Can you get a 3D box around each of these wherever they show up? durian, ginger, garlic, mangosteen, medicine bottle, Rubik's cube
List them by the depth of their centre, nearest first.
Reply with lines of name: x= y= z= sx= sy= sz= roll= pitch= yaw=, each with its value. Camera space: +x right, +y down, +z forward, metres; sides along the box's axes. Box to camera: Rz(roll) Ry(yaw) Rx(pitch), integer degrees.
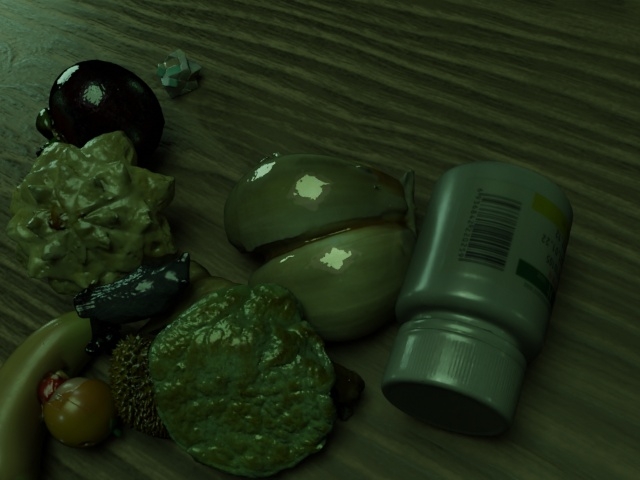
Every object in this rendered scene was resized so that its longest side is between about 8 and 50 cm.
medicine bottle: x=0.216 y=0.080 z=1.153 sx=0.208 sy=0.208 sz=0.339 roll=10 pitch=62 yaw=20
durian: x=-0.229 y=0.212 z=1.221 sx=0.158 sy=0.168 sz=0.137 roll=-1 pitch=19 yaw=-3
garlic: x=0.000 y=0.000 z=1.282 sx=0.313 sy=0.286 sz=0.249 roll=-6 pitch=13 yaw=4
ginger: x=-0.191 y=0.074 z=1.299 sx=0.193 sy=0.115 sz=0.122 roll=-19 pitch=70 yaw=27
mangosteen: x=-0.393 y=-0.212 z=1.492 sx=0.216 sy=0.216 sz=0.216 roll=-7 pitch=57 yaw=10
Rubik's cube: x=-0.278 y=-0.332 z=1.621 sx=0.084 sy=0.073 sz=0.075 roll=-36 pitch=58 yaw=-7

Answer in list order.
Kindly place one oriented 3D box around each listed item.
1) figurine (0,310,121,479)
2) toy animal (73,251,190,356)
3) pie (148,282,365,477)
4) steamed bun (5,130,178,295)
figurine: x=-0.410 y=0.248 z=1.260 sx=0.222 sy=0.124 sz=0.324 roll=19 pitch=61 yaw=24
toy animal: x=-0.287 y=0.074 z=1.236 sx=0.210 sy=0.117 sz=0.121 roll=-39 pitch=45 yaw=26
pie: x=-0.099 y=0.200 z=1.157 sx=0.257 sy=0.105 sz=0.274 roll=-38 pitch=100 yaw=-7
steamed bun: x=-0.379 y=-0.042 z=1.360 sx=0.296 sy=0.137 sz=0.292 roll=28 pitch=94 yaw=8
